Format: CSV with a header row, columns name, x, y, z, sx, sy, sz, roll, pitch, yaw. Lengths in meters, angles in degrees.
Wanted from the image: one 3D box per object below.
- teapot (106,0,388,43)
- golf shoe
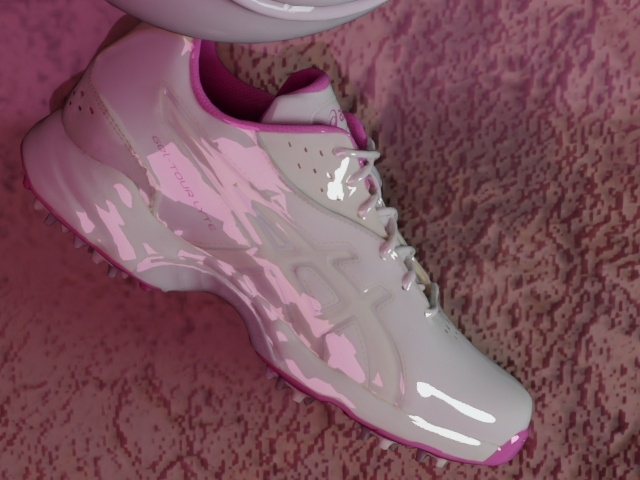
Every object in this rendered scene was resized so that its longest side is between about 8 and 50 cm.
name,x,y,z,sx,sy,sz,roll,pitch,yaw
teapot,-0.009,-0.184,0.808,0.256,0.187,0.252,-32,131,-10
golf shoe,0.000,0.000,0.946,0.306,0.115,0.140,34,102,-11
